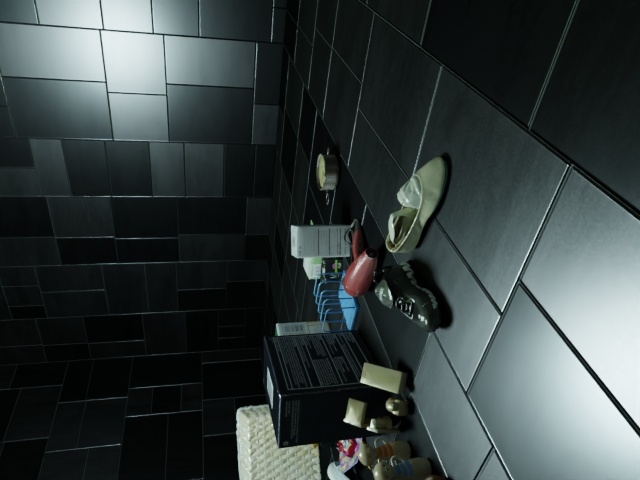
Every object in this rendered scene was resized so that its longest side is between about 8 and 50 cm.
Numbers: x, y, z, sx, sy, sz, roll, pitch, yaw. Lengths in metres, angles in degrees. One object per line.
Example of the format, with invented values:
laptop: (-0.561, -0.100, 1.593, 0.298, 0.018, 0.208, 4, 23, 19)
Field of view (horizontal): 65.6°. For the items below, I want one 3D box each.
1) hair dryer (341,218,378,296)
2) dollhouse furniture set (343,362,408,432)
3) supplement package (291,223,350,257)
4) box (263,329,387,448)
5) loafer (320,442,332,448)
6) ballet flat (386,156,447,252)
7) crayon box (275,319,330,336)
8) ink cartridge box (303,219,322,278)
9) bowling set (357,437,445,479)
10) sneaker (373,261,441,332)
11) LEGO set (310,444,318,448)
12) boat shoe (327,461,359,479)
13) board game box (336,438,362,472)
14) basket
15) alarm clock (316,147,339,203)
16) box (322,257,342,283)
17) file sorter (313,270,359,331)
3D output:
hair dryer: (0.099, 0.050, 1.443, 0.293, 0.080, 0.224, -168, 78, -76)
dollhouse furniture set: (0.164, 0.393, 1.232, 0.144, 0.123, 0.151, 3, 76, 44)
supplement package: (0.000, 0.000, 1.634, 0.105, 0.179, 0.105, -166, 75, -76)
box: (0.001, 0.410, 1.415, 0.296, 0.294, 0.183, -124, 34, -66)
loafer: (0.019, 0.698, 1.866, 0.061, 0.062, 0.170, -108, 22, -63)
ballet flat: (0.192, -0.066, 1.044, 0.086, 0.086, 0.248, -105, 20, -45)
crayon box: (-0.042, 0.432, 1.790, 0.323, 0.203, 0.083, -110, 23, -54)
ink cartridge box: (-0.043, 0.034, 2.090, 0.235, 0.056, 0.171, -121, 32, -61)
bowling set: (0.165, 0.530, 1.043, 0.200, 0.154, 0.287, 102, 161, -45)
sneaker: (0.175, 0.123, 1.073, 0.234, 0.106, 0.078, -115, 27, -60)
LEGO set: (-0.017, 0.722, 2.006, 0.132, 0.107, 0.287, -31, -66, -77)
boat shoe: (0.087, 0.755, 1.583, 0.081, 0.079, 0.227, -64, 13, -3)
board game box: (0.080, 0.639, 1.550, 0.133, 0.033, 0.169, -85, 18, -45)
basket: (-0.188, 0.895, 2.173, 0.266, 0.331, 0.328, 140, 128, -70)
alarm clock: (0.027, -0.223, 1.756, 0.129, 0.064, 0.192, 180, 92, -76)
box: (0.039, 0.104, 1.729, 0.052, 0.062, 0.083, -145, 54, -75)
file sorter: (0.047, 0.198, 1.618, 0.170, 0.104, 0.118, -106, 21, -49)
